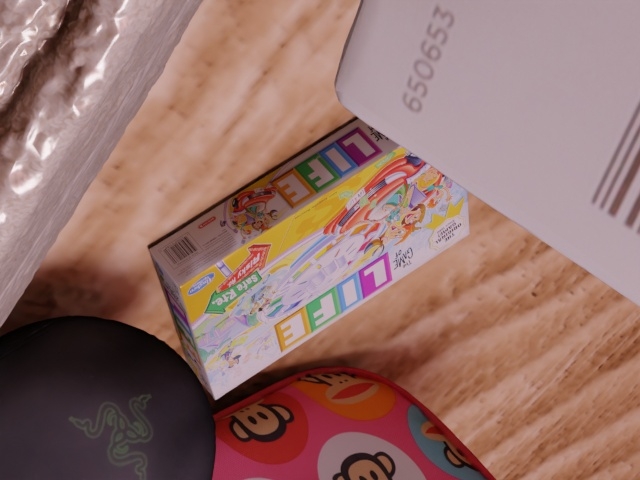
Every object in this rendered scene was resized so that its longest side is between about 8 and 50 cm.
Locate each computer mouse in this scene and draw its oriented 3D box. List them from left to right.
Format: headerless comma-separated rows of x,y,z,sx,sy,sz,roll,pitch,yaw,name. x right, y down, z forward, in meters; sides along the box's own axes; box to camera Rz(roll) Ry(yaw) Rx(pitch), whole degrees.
-0.149,0.131,0.651,0.272,0.188,0.072,-38,-177,-19,computer mouse

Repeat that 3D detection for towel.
-0.097,-0.027,0.523,0.282,0.049,0.187,-55,-176,23,towel

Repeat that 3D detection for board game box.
0.000,0.000,0.783,0.154,0.026,0.103,-33,149,-14,board game box

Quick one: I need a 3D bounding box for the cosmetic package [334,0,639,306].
0.273,-0.150,0.517,0.394,0.329,0.327,-36,154,-46,cosmetic package

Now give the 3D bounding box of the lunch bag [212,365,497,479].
-0.002,0.203,0.795,0.293,0.258,0.120,-19,143,-43,lunch bag
